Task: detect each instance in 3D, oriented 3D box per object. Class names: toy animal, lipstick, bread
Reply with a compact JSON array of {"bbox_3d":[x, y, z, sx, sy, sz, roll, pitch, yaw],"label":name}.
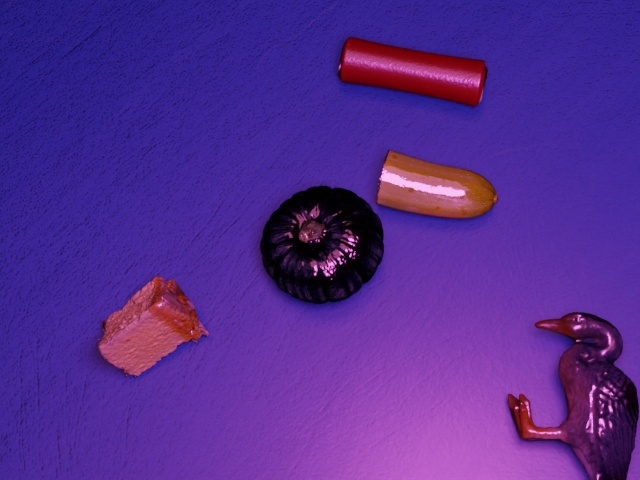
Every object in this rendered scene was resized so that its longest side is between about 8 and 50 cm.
[{"bbox_3d":[0.382,0.257,1.717,0.185,0.122,0.298,-16,74,-1],"label":"toy animal"},{"bbox_3d":[0.152,-0.278,1.918,0.241,0.080,0.080,12,74,7],"label":"lipstick"},{"bbox_3d":[-0.271,0.122,1.794,0.147,0.152,0.127,-35,72,3],"label":"bread"}]

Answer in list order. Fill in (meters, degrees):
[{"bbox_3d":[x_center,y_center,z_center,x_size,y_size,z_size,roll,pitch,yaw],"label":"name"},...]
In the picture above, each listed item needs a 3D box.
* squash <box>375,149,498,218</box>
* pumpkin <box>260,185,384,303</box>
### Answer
[{"bbox_3d":[0.186,-0.078,1.851,0.188,0.095,0.095,15,75,5],"label":"squash"},{"bbox_3d":[0.003,0.005,1.814,0.194,0.150,0.194,0,41,0],"label":"pumpkin"}]
